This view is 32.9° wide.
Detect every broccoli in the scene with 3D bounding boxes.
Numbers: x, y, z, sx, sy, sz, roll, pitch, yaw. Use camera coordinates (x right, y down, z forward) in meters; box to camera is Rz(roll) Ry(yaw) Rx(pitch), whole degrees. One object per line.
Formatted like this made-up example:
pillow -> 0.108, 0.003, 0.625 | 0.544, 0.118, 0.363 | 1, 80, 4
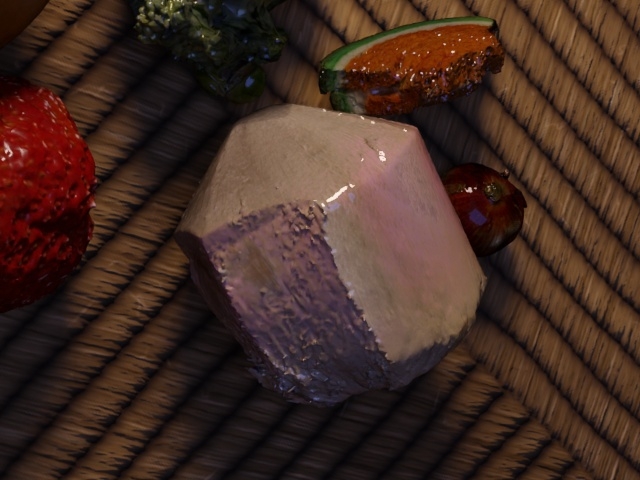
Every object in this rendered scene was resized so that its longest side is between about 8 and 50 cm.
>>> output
broccoli -> -0.105, -0.324, 1.141 | 0.235, 0.260, 0.288 | -7, 103, 19

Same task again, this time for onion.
onion -> 0.185, -0.034, 1.307 | 0.117, 0.118, 0.118 | 37, 84, 7

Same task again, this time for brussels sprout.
brussels sprout -> -0.105, -0.184, 1.249 | 0.083, 0.046, 0.051 | 9, 96, -7

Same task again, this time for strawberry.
strawberry -> -0.344, -0.045, 1.070 | 0.257, 0.277, 0.257 | -1, 93, -13

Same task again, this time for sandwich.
sandwich -> 0.126, -0.197, 1.266 | 0.235, 0.159, 0.079 | -30, 126, -36

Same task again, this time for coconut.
coconut -> 0.000, 0.000, 1.163 | 0.297, 0.297, 0.309 | -34, 103, -11

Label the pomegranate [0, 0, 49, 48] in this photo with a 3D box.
pomegranate -> -0.432, -0.340, 0.972 | 0.416, 0.416, 0.417 | -1, 95, -16
